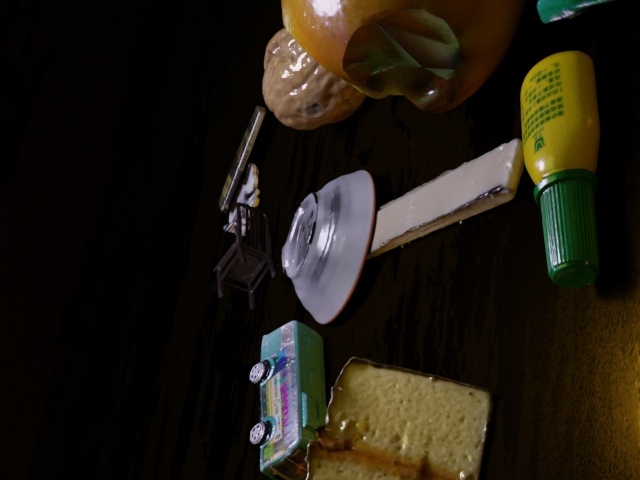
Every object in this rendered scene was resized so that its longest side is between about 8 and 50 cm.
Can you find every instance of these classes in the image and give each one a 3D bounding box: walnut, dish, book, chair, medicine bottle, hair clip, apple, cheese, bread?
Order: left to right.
[{"bbox_3d":[-0.166,-0.078,2.458,0.116,0.049,0.172,-48,25,35],"label":"hair clip"},{"bbox_3d":[-0.168,-0.178,2.532,0.160,0.024,0.228,-115,47,-78],"label":"book"},{"bbox_3d":[-0.149,0.025,2.284,0.101,0.084,0.212,-55,26,26],"label":"chair"},{"bbox_3d":[-0.004,-0.300,2.071,0.245,0.198,0.198,-39,38,47],"label":"walnut"},{"bbox_3d":[0.000,0.000,1.901,0.260,0.085,0.260,-164,90,-75],"label":"dish"},{"bbox_3d":[0.084,0.266,1.390,0.135,0.178,0.240,-23,49,63],"label":"bread"},{"bbox_3d":[0.120,-0.344,1.668,0.384,0.374,0.374,89,-178,-51],"label":"apple"},{"bbox_3d":[0.166,-0.051,1.665,0.400,0.034,0.085,-27,43,60],"label":"cheese"},{"bbox_3d":[0.281,-0.085,1.355,0.111,0.076,0.309,-48,30,49],"label":"medicine bottle"}]

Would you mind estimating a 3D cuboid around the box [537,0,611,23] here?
[{"bbox_3d":[0.394,-0.408,1.324,0.264,0.106,0.337,4,75,67],"label":"box"}]

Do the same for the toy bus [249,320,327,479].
[{"bbox_3d":[-0.046,0.251,1.826,0.109,0.091,0.262,-35,39,28],"label":"toy bus"}]
